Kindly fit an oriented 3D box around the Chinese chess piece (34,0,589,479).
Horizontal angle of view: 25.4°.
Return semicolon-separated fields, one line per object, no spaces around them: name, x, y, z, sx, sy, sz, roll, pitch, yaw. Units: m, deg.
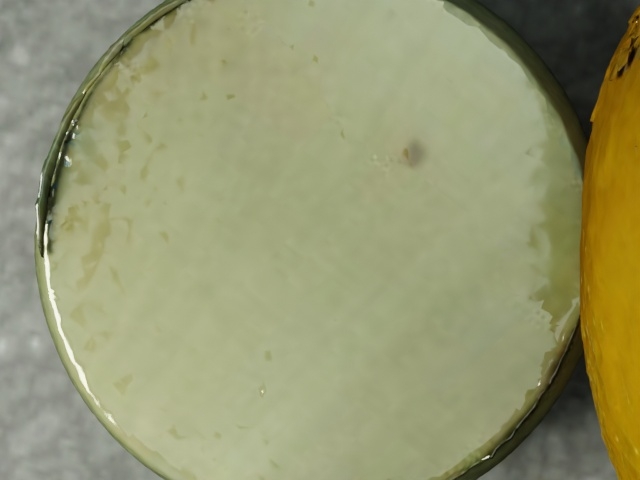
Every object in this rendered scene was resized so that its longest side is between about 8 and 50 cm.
Chinese chess piece;0.000;0.000;0.476;0.188;0.083;0.188;0;94;4

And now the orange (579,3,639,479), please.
orange;0.197;0.006;0.373;0.274;0.274;0.274;0;96;2
